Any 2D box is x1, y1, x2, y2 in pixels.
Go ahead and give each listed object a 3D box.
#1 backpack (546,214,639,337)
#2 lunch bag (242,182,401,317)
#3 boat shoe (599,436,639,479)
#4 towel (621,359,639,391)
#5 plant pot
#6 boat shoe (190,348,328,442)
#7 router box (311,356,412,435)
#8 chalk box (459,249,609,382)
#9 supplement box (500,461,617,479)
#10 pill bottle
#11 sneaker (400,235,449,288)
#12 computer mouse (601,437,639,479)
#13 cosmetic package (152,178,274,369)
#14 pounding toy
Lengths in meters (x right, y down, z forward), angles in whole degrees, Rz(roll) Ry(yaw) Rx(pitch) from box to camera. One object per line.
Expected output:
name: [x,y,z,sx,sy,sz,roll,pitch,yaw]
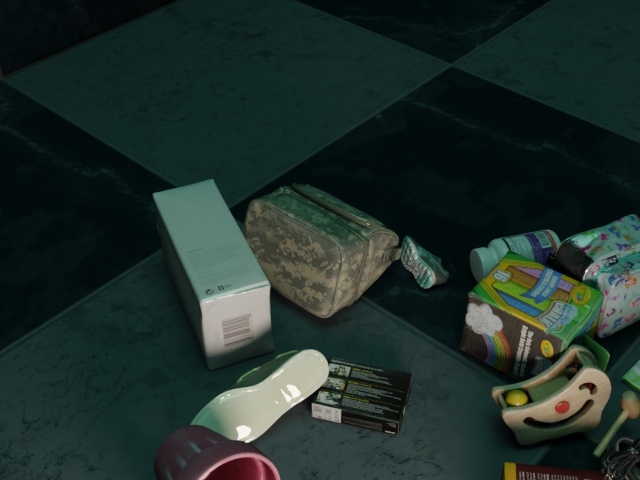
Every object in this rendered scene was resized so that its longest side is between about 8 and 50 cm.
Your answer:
backpack: [0.635,0.070,1.946,0.253,0.225,0.191,-25,48,-23]
lunch bag: [0.000,0.000,2.060,0.305,0.213,0.256,29,32,29]
boat shoe: [0.629,0.478,1.568,0.112,0.096,0.335,-26,47,-27]
towel: [0.712,0.274,1.862,0.152,0.023,0.113,-32,49,-31]
plant pot: [-0.198,0.422,1.581,0.201,0.201,0.180,-25,31,-26]
boat shoe: [-0.125,0.313,1.771,0.305,0.109,0.091,-30,7,-16]
router box: [0.085,0.310,1.806,0.178,0.046,0.133,11,41,13]
chalk box: [0.462,0.183,1.852,0.289,0.180,0.179,27,48,27]
supplement box: [0.402,0.499,1.519,0.194,0.129,0.191,4,41,6]
pill bottle: [0.449,0.042,2.070,0.193,0.108,0.108,-10,41,-11]
sneaker: [0.244,0.051,2.110,0.076,0.065,0.166,-1,41,-26]
computer mouse: [0.577,0.454,1.510,0.184,0.060,0.262,-22,74,-41]
cosmetic package: [-0.239,0.066,1.968,0.156,0.217,0.385,-15,45,-16]
pounding toy: [0.472,0.307,1.687,0.269,0.154,0.155,-14,30,-1]
